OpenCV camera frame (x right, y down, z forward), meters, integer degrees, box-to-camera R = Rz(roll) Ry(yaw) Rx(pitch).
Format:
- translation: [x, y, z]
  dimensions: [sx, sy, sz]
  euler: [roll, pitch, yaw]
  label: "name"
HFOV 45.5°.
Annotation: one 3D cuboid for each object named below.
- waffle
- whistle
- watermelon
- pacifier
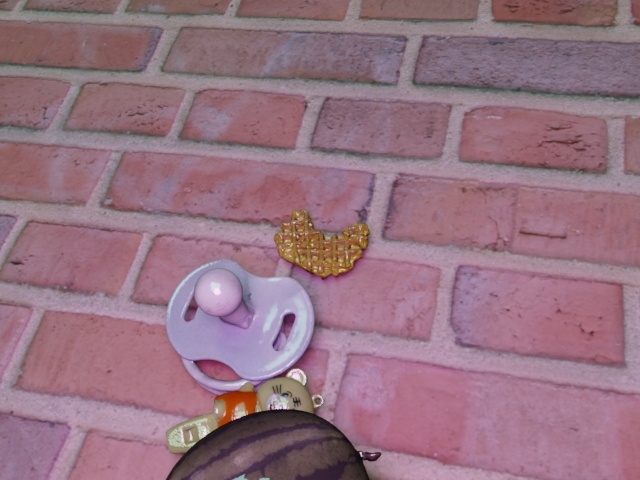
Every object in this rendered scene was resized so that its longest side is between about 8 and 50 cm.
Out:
- translation: [0.001, 0.002, 1.568]
  dimensions: [0.194, 0.051, 0.149]
  euler: [25, 63, 30]
  label: "waffle"
- translation: [-0.130, 0.316, 1.341]
  dimensions: [0.288, 0.106, 0.131]
  euler: [-14, 73, -3]
  label: "whistle"
- translation: [-0.075, 0.404, 1.172]
  dimensions: [0.359, 0.279, 0.279]
  euler: [-21, 54, -21]
  label: "watermelon"
- translation: [-0.169, 0.136, 1.397]
  dimensions: [0.299, 0.233, 0.244]
  euler: [14, 63, 20]
  label: "pacifier"
